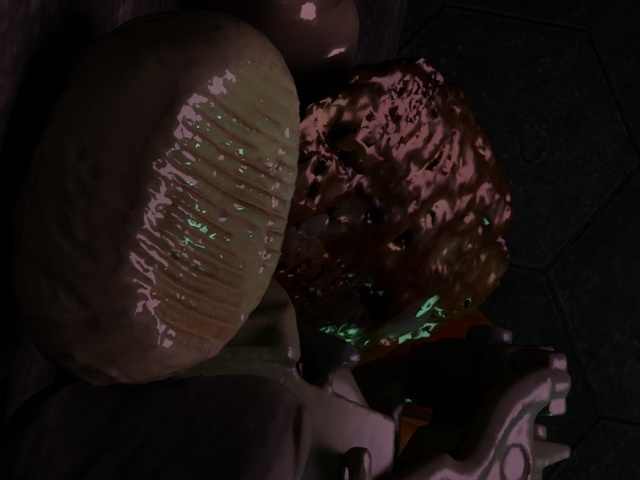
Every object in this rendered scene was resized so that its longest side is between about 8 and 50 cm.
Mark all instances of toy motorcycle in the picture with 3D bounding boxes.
[{"bbox_3d":[0.007,0.142,0.839,0.169,0.410,0.236,0,-101,50],"label":"toy motorcycle"}]

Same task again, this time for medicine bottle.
[{"bbox_3d":[-0.031,-0.128,0.924,0.252,0.114,0.114,95,8,-51],"label":"medicine bottle"}]

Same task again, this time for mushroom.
[{"bbox_3d":[-0.098,0.154,0.548,0.122,0.159,0.328,55,16,-13],"label":"mushroom"}]

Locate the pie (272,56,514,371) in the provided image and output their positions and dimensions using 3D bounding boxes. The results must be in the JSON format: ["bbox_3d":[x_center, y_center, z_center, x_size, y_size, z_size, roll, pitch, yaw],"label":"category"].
[{"bbox_3d":[0.001,0.001,0.932,0.085,0.308,0.308,52,-30,36],"label":"pie"}]

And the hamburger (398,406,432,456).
[{"bbox_3d":[0.001,0.250,1.241,0.291,0.291,0.225,74,29,-79],"label":"hamburger"}]

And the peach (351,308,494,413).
[{"bbox_3d":[0.058,0.219,1.583,0.370,0.370,0.369,11,90,-85],"label":"peach"}]

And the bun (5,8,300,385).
[{"bbox_3d":[-0.086,-0.023,0.661,0.164,0.111,0.188,20,84,-67],"label":"bun"}]
